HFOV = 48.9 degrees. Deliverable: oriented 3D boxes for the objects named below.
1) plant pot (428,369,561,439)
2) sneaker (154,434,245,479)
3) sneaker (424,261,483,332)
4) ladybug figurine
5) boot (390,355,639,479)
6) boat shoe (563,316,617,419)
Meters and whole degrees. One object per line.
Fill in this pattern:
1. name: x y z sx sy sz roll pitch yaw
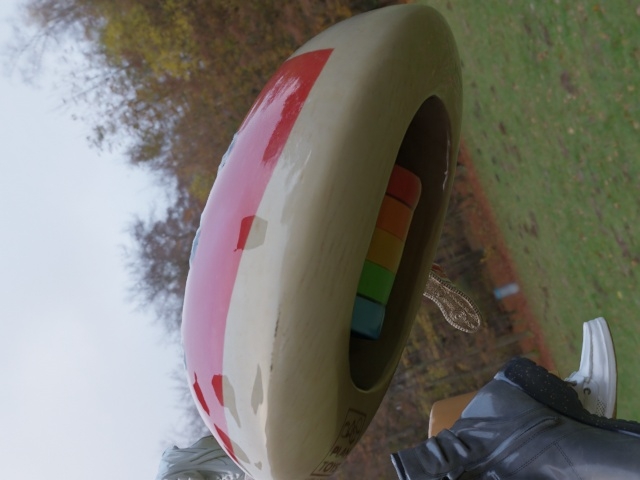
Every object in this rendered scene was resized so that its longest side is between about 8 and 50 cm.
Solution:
1. plant pot: 0.285 0.354 1.116 0.291 0.203 0.291 -4 -90 -74
2. sneaker: -0.155 0.364 1.150 0.115 0.232 0.090 -102 19 -55
3. sneaker: 0.162 0.068 0.909 0.118 0.042 0.067 42 -166 4
4. ladybug figurine: 0.000 0.000 0.628 0.449 0.162 0.305 -71 -23 -13
5. boot: 0.246 0.275 0.727 0.338 0.222 0.118 24 145 54
6. boat shoe: 0.424 0.260 1.137 0.098 0.096 0.277 34 -121 -71
